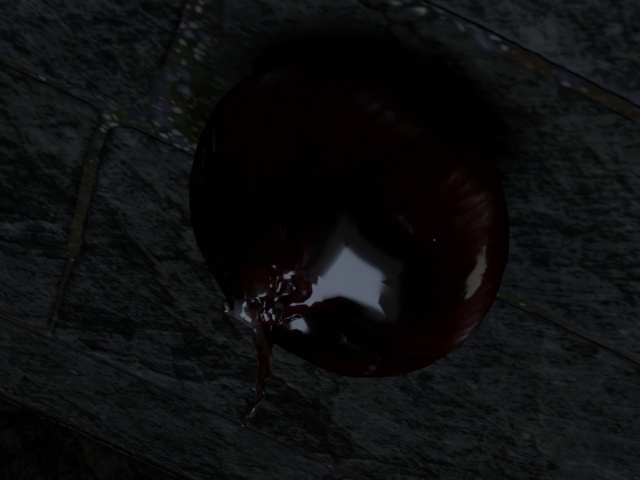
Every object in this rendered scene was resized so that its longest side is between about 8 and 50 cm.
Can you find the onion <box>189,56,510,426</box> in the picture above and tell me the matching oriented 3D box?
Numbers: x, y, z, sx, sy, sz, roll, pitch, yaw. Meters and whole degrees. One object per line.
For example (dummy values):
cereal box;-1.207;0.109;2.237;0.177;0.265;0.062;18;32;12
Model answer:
onion;0.000;0.000;1.061;0.273;0.285;0.273;26;138;25
